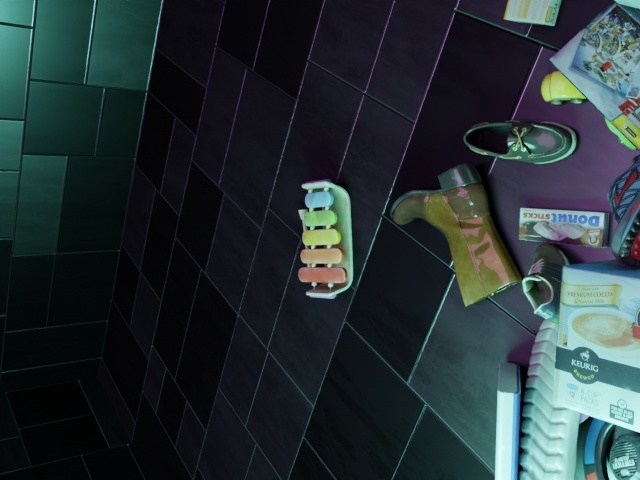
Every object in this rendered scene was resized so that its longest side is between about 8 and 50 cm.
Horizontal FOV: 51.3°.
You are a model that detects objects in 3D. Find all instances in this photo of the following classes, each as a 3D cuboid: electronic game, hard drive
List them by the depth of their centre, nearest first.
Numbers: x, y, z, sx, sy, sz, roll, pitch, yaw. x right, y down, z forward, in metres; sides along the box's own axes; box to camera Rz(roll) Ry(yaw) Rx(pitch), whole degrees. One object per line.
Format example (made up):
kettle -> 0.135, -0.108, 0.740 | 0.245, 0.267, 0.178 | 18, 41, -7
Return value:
electronic game -> 0.523, 0.370, 1.119 | 0.229, 0.048, 0.229 | -167, 90, -73
hard drive -> 0.359, 0.418, 1.283 | 0.040, 0.210, 0.319 | 2, 95, 16

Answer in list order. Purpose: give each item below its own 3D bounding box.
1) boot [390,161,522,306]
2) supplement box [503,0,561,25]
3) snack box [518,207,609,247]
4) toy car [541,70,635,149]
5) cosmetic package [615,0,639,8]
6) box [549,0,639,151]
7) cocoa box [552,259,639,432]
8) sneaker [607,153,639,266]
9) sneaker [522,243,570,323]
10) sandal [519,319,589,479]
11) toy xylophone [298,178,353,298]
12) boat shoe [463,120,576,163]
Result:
boot -> 0.288, 0.006, 1.458 | 0.264, 0.096, 0.280 | -28, 78, 42
supplement box -> 0.409, -0.451, 1.283 | 0.098, 0.036, 0.062 | 30, 116, 48
snack box -> 0.457, -0.026, 1.260 | 0.178, 0.022, 0.064 | 8, 97, 52
toy car -> 0.503, -0.262, 1.158 | 0.239, 0.053, 0.225 | -43, 59, 45
cosmetic package -> 0.550, -0.462, 0.801 | 0.393, 0.327, 0.329 | 34, 105, 42
box -> 0.505, -0.268, 1.061 | 0.159, 0.044, 0.233 | -43, 58, 21
cocoa box -> 0.556, 0.159, 0.970 | 0.347, 0.231, 0.228 | 10, 101, 52
sneaker -> 0.511, -0.053, 1.052 | 0.104, 0.262, 0.125 | 47, 153, -15
sneaker -> 0.409, 0.071, 1.217 | 0.192, 0.086, 0.064 | -91, 22, -45
sandal -> 0.455, 0.280, 1.218 | 0.169, 0.102, 0.416 | -169, 94, -75
toy xylophone -> 0.000, 0.000, 1.809 | 0.236, 0.081, 0.323 | -15, 80, 52
boat shoe -> 0.384, -0.193, 1.305 | 0.228, 0.068, 0.081 | 12, 102, 52
